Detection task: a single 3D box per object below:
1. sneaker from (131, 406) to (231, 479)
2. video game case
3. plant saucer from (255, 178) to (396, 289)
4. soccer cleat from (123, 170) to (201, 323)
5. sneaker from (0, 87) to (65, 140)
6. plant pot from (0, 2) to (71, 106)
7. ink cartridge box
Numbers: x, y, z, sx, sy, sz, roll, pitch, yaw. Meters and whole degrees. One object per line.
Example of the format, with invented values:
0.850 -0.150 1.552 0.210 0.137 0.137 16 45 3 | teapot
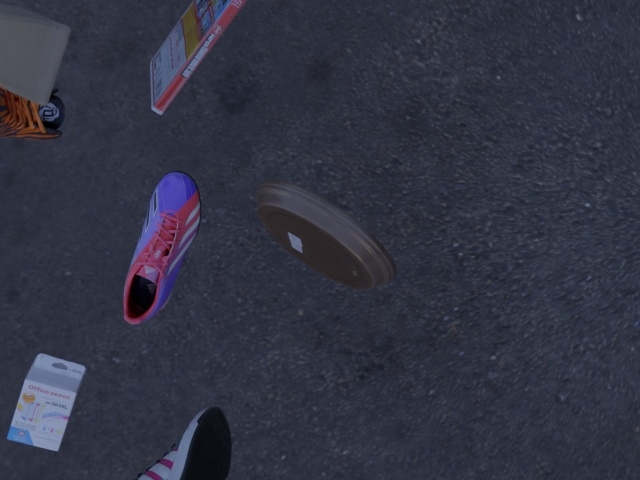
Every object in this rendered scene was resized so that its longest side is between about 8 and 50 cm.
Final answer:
-0.243 0.360 1.068 0.178 0.295 0.124 -13 111 16 | sneaker
-0.226 -0.387 1.363 0.285 0.025 0.204 -47 34 23 | video game case
0.000 0.000 1.245 0.278 0.278 0.041 27 72 23 | plant saucer
-0.316 0.019 1.468 0.109 0.116 0.318 20 107 -3 | soccer cleat
-0.529 -0.237 1.274 0.321 0.180 0.124 -168 76 -65 | sneaker
-0.403 -0.246 0.942 0.109 0.096 0.109 26 100 29 | plant pot
-0.479 0.278 1.309 0.092 0.090 0.143 18 107 -13 | ink cartridge box
